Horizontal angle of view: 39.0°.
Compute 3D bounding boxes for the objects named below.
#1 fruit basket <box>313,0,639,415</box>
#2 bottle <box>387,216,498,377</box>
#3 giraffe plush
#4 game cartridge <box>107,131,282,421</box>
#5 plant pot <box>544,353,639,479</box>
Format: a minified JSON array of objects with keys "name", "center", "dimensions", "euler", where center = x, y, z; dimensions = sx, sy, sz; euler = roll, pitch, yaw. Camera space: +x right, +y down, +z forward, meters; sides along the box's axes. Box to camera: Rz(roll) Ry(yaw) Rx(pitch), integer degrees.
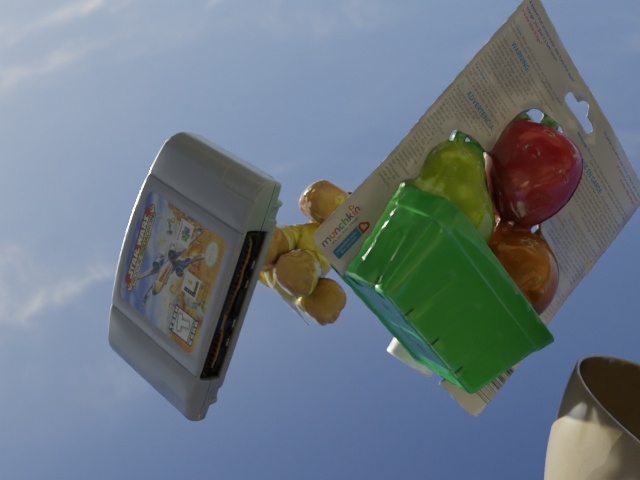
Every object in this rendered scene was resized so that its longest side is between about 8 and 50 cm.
[{"name":"fruit basket","center":[0.188,-0.031,0.988],"dimensions":[0.353,0.327,0.165],"euler":[-53,-146,-15]},{"name":"bottle","center":[0.183,0.036,1.142],"dimensions":[0.092,0.118,0.283],"euler":[30,-93,17]},{"name":"giraffe plush","center":[0.000,0.000,1.159],"dimensions":[0.181,0.210,0.170],"euler":[37,-100,25]},{"name":"game cartridge","center":[-0.159,0.034,1.061],"dimensions":[0.198,0.297,0.062],"euler":[29,-162,35]},{"name":"plant pot","center":[0.323,0.263,0.849],"dimensions":[0.284,0.191,0.284],"euler":[23,-163,-7]}]
